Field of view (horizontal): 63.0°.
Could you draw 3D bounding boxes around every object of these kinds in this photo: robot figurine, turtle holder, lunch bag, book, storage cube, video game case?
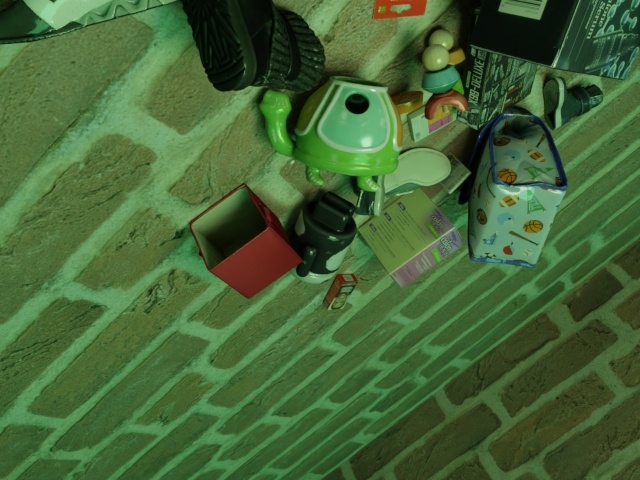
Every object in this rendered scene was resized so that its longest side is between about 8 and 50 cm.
[{"bbox_3d":[0.003,0.000,1.504,0.209,0.173,0.278,-4,134,-34],"label":"robot figurine"},{"bbox_3d":[0.040,-0.270,1.240,0.243,0.320,0.227,-35,139,-56],"label":"turtle holder"},{"bbox_3d":[0.556,-0.169,1.568,0.239,0.385,0.327,8,137,6],"label":"lunch bag"},{"bbox_3d":[0.318,-0.344,1.465,0.144,0.035,0.096,-29,144,-2],"label":"book"},{"bbox_3d":[-0.197,0.006,1.383,0.215,0.183,0.193,-36,142,5],"label":"storage cube"},{"bbox_3d":[0.393,-0.206,1.586,0.011,0.122,0.087,29,113,-38],"label":"video game case"}]

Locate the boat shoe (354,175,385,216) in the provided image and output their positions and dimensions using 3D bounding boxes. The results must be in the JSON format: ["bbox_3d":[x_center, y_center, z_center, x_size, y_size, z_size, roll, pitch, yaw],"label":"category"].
[{"bbox_3d":[0.138,-0.191,1.404,0.079,0.254,0.095,5,-179,15],"label":"boat shoe"}]

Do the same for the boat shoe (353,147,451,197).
[{"bbox_3d":[0.238,-0.192,1.544,0.320,0.116,0.099,-18,175,-23],"label":"boat shoe"}]

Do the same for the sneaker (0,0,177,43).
[{"bbox_3d":[-0.420,-0.422,0.861,0.331,0.122,0.146,-21,121,-8],"label":"sneaker"}]

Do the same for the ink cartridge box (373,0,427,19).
[{"bbox_3d":[0.196,-0.571,1.140,0.146,0.045,0.179,-14,135,-20],"label":"ink cartridge box"}]

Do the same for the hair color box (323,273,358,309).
[{"bbox_3d":[0.070,0.182,1.848,0.072,0.043,0.141,-1,133,-33],"label":"hair color box"}]

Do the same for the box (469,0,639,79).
[{"bbox_3d":[0.557,-0.529,1.138,0.396,0.212,0.293,-11,124,-41],"label":"box"}]

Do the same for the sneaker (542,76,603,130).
[{"bbox_3d":[0.773,-0.449,1.592,0.163,0.086,0.226,-26,152,10],"label":"sneaker"}]

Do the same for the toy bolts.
[{"bbox_3d":[0.251,-0.396,1.253,0.218,0.228,0.158,-15,118,9],"label":"toy bolts"}]

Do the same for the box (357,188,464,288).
[{"bbox_3d":[0.281,-0.012,1.646,0.243,0.213,0.117,-37,140,6],"label":"box"}]

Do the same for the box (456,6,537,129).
[{"bbox_3d":[0.476,-0.474,1.348,0.242,0.076,0.307,-35,144,-23],"label":"box"}]

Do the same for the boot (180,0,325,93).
[{"bbox_3d":[-0.127,-0.446,0.979,0.260,0.131,0.347,-27,111,-50],"label":"boot"}]
